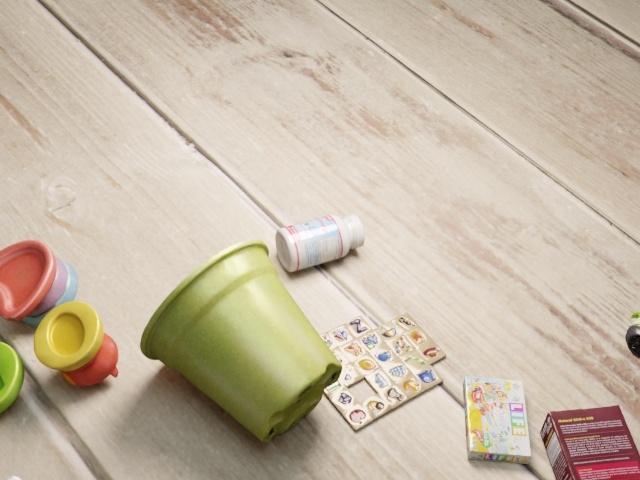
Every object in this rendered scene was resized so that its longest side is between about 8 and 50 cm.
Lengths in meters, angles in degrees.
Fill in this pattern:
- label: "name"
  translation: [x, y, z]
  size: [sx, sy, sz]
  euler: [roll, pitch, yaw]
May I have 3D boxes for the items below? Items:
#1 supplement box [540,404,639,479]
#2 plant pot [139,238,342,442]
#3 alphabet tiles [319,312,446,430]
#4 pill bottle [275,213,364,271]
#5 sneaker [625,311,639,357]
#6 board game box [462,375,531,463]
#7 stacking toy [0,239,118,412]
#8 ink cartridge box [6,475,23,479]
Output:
- label: "supplement box"
  translation: [0.457, 0.389, 1.644]
  size: [0.130, 0.073, 0.239]
  euler: [-3, 48, -9]
- label: "plant pot"
  translation: [-0.111, 0.182, 1.671]
  size: [0.276, 0.276, 0.254]
  euler: [-34, 69, -32]
- label: "alphabet tiles"
  translation: [0.099, 0.216, 1.812]
  size: [0.237, 0.009, 0.198]
  euler: [-24, 53, -27]
- label: "pill bottle"
  translation: [0.000, 0.000, 1.950]
  size: [0.160, 0.087, 0.087]
  euler: [-16, 51, -21]
- label: "sneaker"
  translation: [0.675, 0.193, 1.847]
  size: [0.235, 0.084, 0.097]
  euler: [29, 49, 20]
- label: "board game box"
  translation: [0.301, 0.306, 1.736]
  size: [0.103, 0.026, 0.154]
  euler: [5, 46, -2]
- label: "stacking toy"
  translation: [-0.507, 0.173, 1.752]
  size: [0.279, 0.130, 0.309]
  euler: [-38, 54, -3]
- label: "ink cartridge box"
  translation: [-0.428, 0.526, 1.420]
  size: [0.261, 0.066, 0.296]
  euler: [39, 50, -5]
